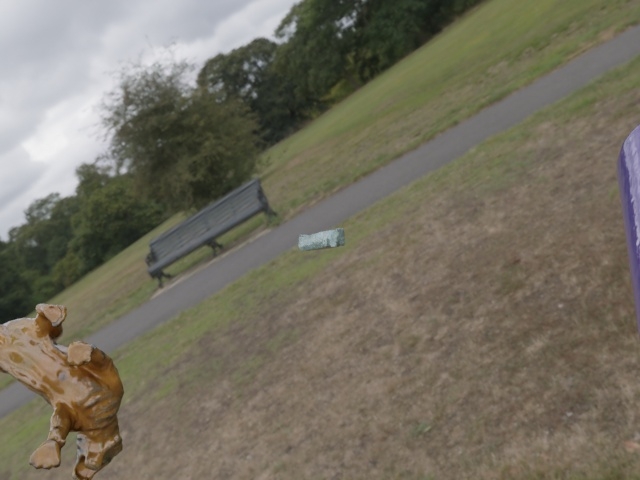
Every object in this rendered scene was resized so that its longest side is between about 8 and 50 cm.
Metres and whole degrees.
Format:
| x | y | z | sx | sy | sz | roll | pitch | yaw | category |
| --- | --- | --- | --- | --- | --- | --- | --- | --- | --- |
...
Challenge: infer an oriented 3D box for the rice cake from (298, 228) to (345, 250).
| x | y | z | sx | sy | sz | roll | pitch | yaw | category |
| --- | --- | --- | --- | --- | --- | --- | --- | --- | --- |
| 0.000 | 0.000 | 0.793 | 0.022 | 0.022 | 0.121 | -3 | -2 | -22 | rice cake |

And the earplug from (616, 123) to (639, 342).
| x | y | z | sx | sy | sz | roll | pitch | yaw | category |
| --- | --- | --- | --- | --- | --- | --- | --- | --- | --- |
| 0.431 | 0.065 | 0.676 | 0.215 | 0.215 | 0.456 | -25 | 36 | 43 | earplug |

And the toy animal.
| x | y | z | sx | sy | sz | roll | pitch | yaw | category |
| --- | --- | --- | --- | --- | --- | --- | --- | --- | --- |
| -0.277 | 0.102 | 0.586 | 0.114 | 0.255 | 0.116 | -52 | -4 | -18 | toy animal |
